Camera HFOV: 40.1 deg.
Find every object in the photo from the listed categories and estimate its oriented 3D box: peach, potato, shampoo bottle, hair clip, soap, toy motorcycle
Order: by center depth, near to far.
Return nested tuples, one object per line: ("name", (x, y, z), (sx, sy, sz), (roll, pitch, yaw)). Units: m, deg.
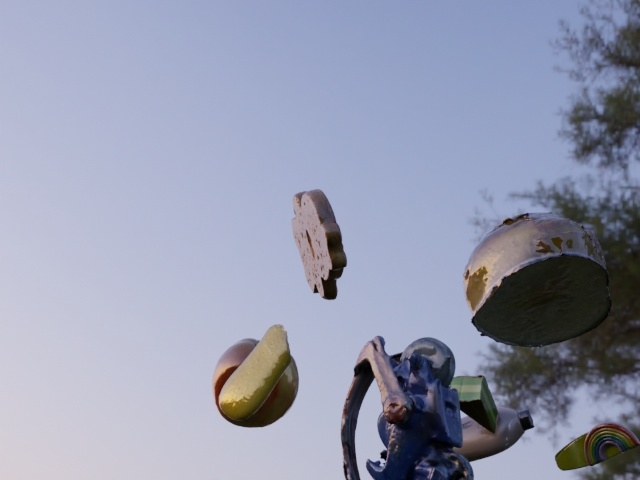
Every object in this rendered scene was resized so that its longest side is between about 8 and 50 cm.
("soap", (-0.099, 0.216, 1.422), (0.089, 0.168, 0.033), (29, -17, 41))
("potato", (0.352, 0.037, 1.481), (0.246, 0.196, 0.300), (-23, -35, 11))
("hair clip", (0.477, 0.367, 1.550), (0.033, 0.060, 0.188), (-7, -25, -37))
("toy motorcycle", (0.159, 0.341, 1.602), (0.182, 0.319, 0.241), (13, -34, -27))
("peach", (-0.135, 0.293, 1.780), (0.184, 0.184, 0.184), (10, -30, 6))
("shampoo bottle", (0.350, 0.435, 1.948), (0.256, 0.127, 0.078), (-22, -66, 15))

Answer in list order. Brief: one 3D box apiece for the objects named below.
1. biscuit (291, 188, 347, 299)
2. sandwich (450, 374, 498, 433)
("biscuit", (0.000, 0.000, 1.247), (0.036, 0.166, 0.225), (-13, -14, -12))
("sandwich", (0.330, 0.356, 1.892), (0.074, 0.074, 0.116), (-9, -55, 26))
